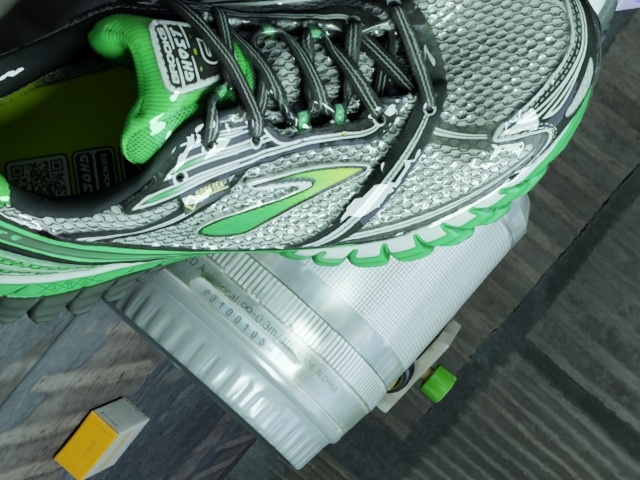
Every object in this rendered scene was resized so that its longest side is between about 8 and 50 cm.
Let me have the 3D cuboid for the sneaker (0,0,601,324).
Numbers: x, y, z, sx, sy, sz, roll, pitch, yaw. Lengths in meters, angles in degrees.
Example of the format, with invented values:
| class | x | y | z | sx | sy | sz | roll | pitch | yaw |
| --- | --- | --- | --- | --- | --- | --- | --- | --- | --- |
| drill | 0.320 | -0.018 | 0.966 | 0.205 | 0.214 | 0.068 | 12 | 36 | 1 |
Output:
| class | x | y | z | sx | sy | sz | roll | pitch | yaw |
| --- | --- | --- | --- | --- | --- | --- | --- | --- | --- |
| sneaker | -0.030 | -0.052 | 0.837 | 0.343 | 0.134 | 0.146 | -17 | 163 | -7 |

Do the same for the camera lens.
| class | x | y | z | sx | sy | sz | roll | pitch | yaw |
| --- | --- | --- | --- | --- | --- | --- | --- | --- | --- |
| camera lens | 0.000 | 0.000 | 1.329 | 0.274 | 0.219 | 0.219 | -48 | 172 | -8 |

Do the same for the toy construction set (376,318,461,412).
| class | x | y | z | sx | sy | sz | roll | pitch | yaw |
| --- | --- | --- | --- | --- | --- | --- | --- | --- | --- |
| toy construction set | 0.087 | 0.025 | 1.877 | 0.309 | 0.237 | 0.257 | -52 | 172 | 12 |

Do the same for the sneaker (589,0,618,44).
| class | x | y | z | sx | sy | sz | roll | pitch | yaw |
| --- | --- | --- | --- | --- | --- | --- | --- | --- | --- |
| sneaker | 0.086 | -0.169 | 0.999 | 0.147 | 0.145 | 0.385 | -24 | 161 | -19 |

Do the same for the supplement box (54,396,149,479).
| class | x | y | z | sx | sy | sz | roll | pitch | yaw |
| --- | --- | --- | --- | --- | --- | --- | --- | --- | --- |
| supplement box | -0.209 | 0.189 | 1.745 | 0.062 | 0.036 | 0.098 | -51 | 172 | 10 |

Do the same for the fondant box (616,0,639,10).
| class | x | y | z | sx | sy | sz | roll | pitch | yaw |
| --- | --- | --- | --- | --- | --- | --- | --- | --- | --- |
| fondant box | 0.208 | -0.270 | 1.244 | 0.238 | 0.096 | 0.330 | -9 | 161 | -13 |
